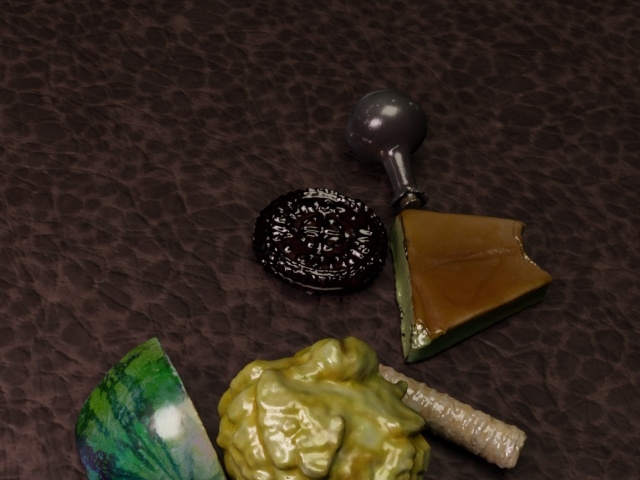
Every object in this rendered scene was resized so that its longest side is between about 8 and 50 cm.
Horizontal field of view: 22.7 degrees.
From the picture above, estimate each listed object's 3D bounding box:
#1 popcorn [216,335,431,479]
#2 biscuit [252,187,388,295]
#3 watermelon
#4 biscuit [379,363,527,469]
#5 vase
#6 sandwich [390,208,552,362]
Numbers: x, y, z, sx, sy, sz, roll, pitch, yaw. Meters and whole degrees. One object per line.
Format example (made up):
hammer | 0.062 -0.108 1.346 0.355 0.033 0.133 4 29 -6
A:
popcorn | -0.002 0.234 1.844 0.256 0.195 0.255 21 55 10
biscuit | 0.000 0.000 2.166 0.195 0.053 0.194 6 44 -6
watermelon | -0.206 0.242 1.855 0.146 0.128 0.231 -24 55 -9
biscuit | 0.149 0.219 1.978 0.219 0.055 0.061 23 51 12
vase | 0.106 -0.125 2.282 0.120 0.120 0.183 -6 61 -18
sandwich | 0.209 0.061 2.145 0.212 0.063 0.245 5 46 -9
